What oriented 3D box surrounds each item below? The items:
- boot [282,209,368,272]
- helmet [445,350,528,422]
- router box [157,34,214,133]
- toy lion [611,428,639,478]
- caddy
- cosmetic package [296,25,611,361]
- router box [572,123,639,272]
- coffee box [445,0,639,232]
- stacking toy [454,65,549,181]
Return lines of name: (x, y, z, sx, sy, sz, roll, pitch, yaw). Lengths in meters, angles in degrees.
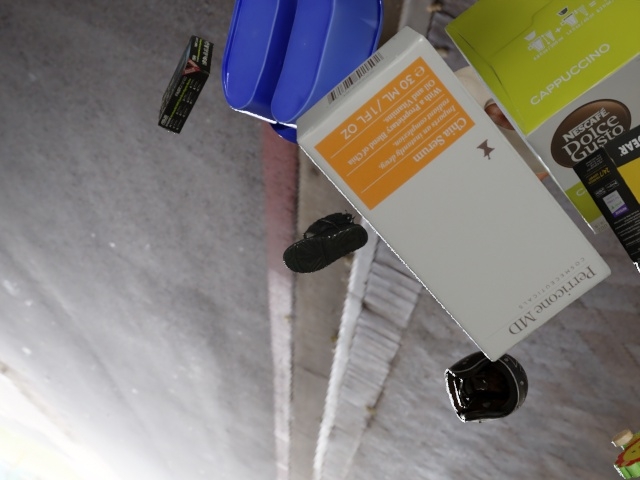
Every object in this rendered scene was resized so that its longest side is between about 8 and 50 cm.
boot: (0.000, 0.000, 1.127, 0.099, 0.121, 0.045, -143, 32, -70)
helmet: (0.370, 0.317, 1.888, 0.169, 0.162, 0.169, 165, 90, -83)
router box: (-0.205, -0.237, 1.311, 0.038, 0.092, 0.122, 22, 126, -19)
toy lion: (0.352, 0.211, 0.903, 0.034, 0.100, 0.096, 54, -174, 5)
caddy: (-0.024, -0.339, 1.511, 0.241, 0.341, 0.179, 22, -167, 33)
cosmetic package: (0.193, -0.067, 1.283, 0.453, 0.230, 0.161, 47, -169, -16)
router box: (0.542, -0.075, 1.205, 0.242, 0.309, 0.081, 59, 157, 7)
coffee box: (0.482, -0.287, 1.489, 0.334, 0.338, 0.338, 40, -160, -43)
stacking toy: (0.406, -0.158, 2.118, 0.351, 0.350, 0.479, 26, 141, 13)
